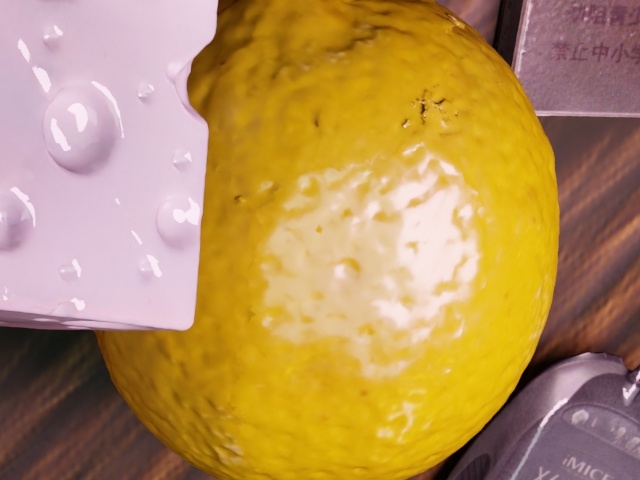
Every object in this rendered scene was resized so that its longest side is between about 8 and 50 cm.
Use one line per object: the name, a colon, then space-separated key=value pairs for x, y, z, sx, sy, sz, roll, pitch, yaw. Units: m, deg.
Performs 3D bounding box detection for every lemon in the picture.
lemon: x=0.000 y=-0.002 z=1.215 sx=0.336 sy=0.336 sz=0.336 roll=-7 pitch=116 yaw=-15

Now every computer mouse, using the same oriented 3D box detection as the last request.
computer mouse: x=0.180 y=0.187 z=1.496 sx=0.167 sy=0.090 sz=0.379 roll=31 pitch=95 yaw=-33

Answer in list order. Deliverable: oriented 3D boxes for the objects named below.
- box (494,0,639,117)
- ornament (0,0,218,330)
box: x=0.230 y=-0.244 z=1.327 sx=0.180 sy=0.047 sz=0.325 roll=0 pitch=114 yaw=-18
ornament: x=-0.225 y=-0.078 z=1.056 sx=0.239 sy=0.239 sz=0.239 roll=10 pitch=81 yaw=-46
